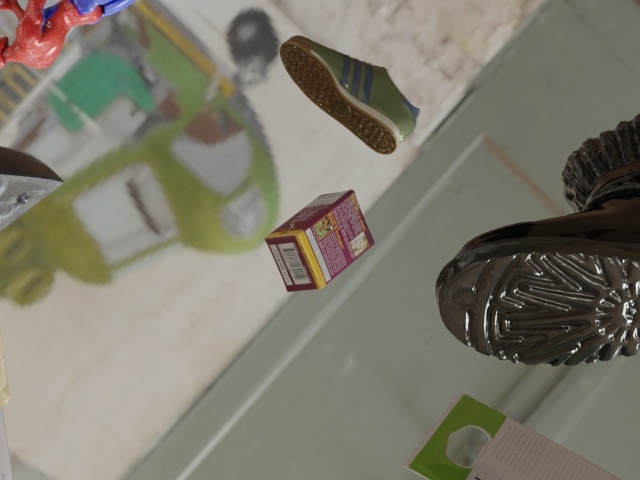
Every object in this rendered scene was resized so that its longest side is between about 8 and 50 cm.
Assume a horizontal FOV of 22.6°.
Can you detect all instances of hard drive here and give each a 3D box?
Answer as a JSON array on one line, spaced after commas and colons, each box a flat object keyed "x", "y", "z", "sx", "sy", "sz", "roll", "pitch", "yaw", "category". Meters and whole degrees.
[{"x": -0.406, "y": -0.042, "z": 1.665, "sx": 0.254, "sy": 0.172, "sz": 0.054, "roll": -1, "pitch": -119, "yaw": -60, "category": "hard drive"}]

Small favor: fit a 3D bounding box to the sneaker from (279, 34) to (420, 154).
[{"x": 0.043, "y": -0.193, "z": 1.985, "sx": 0.192, "sy": 0.086, "sz": 0.064, "roll": 43, "pitch": 142, "yaw": 7, "category": "sneaker"}]

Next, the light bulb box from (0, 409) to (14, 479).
[{"x": -0.535, "y": 0.273, "z": 1.734, "sx": 0.225, "sy": 0.361, "sz": 0.358, "roll": 32, "pitch": -145, "yaw": -51, "category": "light bulb box"}]

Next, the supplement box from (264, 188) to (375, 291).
[{"x": 0.000, "y": 0.000, "z": 1.357, "sx": 0.043, "sy": 0.083, "sz": 0.055, "roll": -7, "pitch": 112, "yaw": 43, "category": "supplement box"}]

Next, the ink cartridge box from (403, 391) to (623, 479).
[{"x": 0.197, "y": 0.267, "z": 1.469, "sx": 0.255, "sy": 0.097, "sz": 0.189, "roll": 29, "pitch": -154, "yaw": 11, "category": "ink cartridge box"}]

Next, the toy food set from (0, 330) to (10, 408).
[{"x": -0.347, "y": 0.126, "z": 1.294, "sx": 0.038, "sy": 0.192, "sz": 0.132, "roll": 46, "pitch": 147, "yaw": 31, "category": "toy food set"}]

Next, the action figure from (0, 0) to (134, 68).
[{"x": -0.261, "y": -0.285, "z": 1.733, "sx": 0.139, "sy": 0.280, "sz": 0.091, "roll": 55, "pitch": 173, "yaw": 19, "category": "action figure"}]

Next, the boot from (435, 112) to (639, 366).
[{"x": 0.256, "y": -0.012, "z": 1.504, "sx": 0.260, "sy": 0.348, "sz": 0.131, "roll": -106, "pitch": 18, "yaw": -53, "category": "boot"}]
